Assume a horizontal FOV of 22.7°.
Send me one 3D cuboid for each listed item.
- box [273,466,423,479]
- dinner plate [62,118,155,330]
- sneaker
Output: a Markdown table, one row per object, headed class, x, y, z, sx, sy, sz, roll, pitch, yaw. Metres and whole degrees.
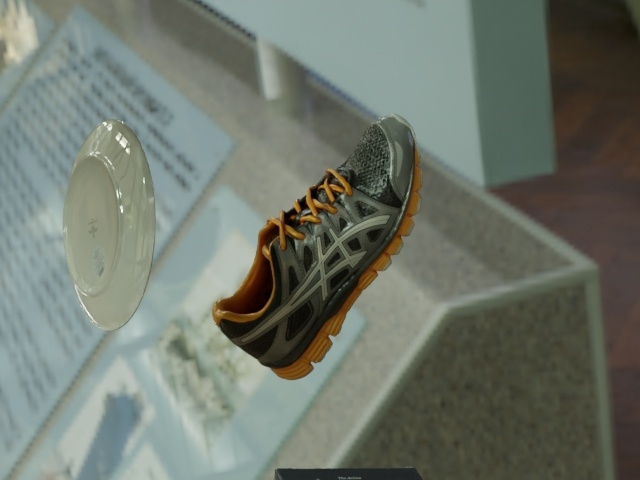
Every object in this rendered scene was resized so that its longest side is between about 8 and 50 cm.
| class | x | y | z | sx | sy | sz | roll | pitch | yaw |
| --- | --- | --- | --- | --- | --- | --- | --- | --- | --- |
| box | 0.042 | 0.299 | 1.562 | 0.156 | 0.093 | 0.158 | 3 | 22 | -20 |
| dinner plate | -0.146 | -0.010 | 1.056 | 0.017 | 0.141 | 0.141 | -1 | 15 | -32 |
| sneaker | 0.000 | 0.000 | 1.160 | 0.083 | 0.215 | 0.084 | 26 | 8 | -27 |
